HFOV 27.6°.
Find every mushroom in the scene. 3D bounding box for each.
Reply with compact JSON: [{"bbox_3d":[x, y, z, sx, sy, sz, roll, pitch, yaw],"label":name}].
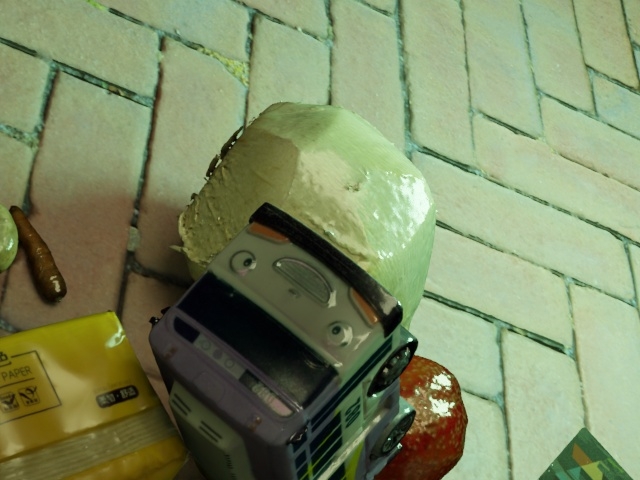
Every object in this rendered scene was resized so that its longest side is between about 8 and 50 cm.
[{"bbox_3d":[-0.459,-0.005,1.664,0.148,0.112,0.148,29,35,-22],"label":"mushroom"}]

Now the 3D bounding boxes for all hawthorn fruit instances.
[{"bbox_3d":[0.083,0.260,1.798,0.253,0.205,0.205,-17,67,-37],"label":"hawthorn fruit"}]

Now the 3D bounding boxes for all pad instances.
[{"bbox_3d":[0.427,0.398,2.085,0.143,0.003,0.211,48,41,7],"label":"pad"}]

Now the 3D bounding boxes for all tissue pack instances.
[{"bbox_3d":[-0.380,0.253,1.363,0.382,0.293,0.228,-14,66,-43],"label":"tissue pack"}]

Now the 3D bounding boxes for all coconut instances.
[{"bbox_3d":[0.000,0.000,1.836,0.360,0.346,0.346,40,41,3],"label":"coconut"}]

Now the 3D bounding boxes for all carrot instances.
[{"bbox_3d":[-0.385,0.015,1.764,0.035,0.036,0.165,-7,58,-41],"label":"carrot"}]

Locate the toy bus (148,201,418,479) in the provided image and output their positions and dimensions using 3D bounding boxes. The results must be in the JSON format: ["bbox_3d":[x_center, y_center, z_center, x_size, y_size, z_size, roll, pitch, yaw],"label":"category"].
[{"bbox_3d":[-0.043,0.176,1.500,0.209,0.440,0.249,38,69,20],"label":"toy bus"}]
